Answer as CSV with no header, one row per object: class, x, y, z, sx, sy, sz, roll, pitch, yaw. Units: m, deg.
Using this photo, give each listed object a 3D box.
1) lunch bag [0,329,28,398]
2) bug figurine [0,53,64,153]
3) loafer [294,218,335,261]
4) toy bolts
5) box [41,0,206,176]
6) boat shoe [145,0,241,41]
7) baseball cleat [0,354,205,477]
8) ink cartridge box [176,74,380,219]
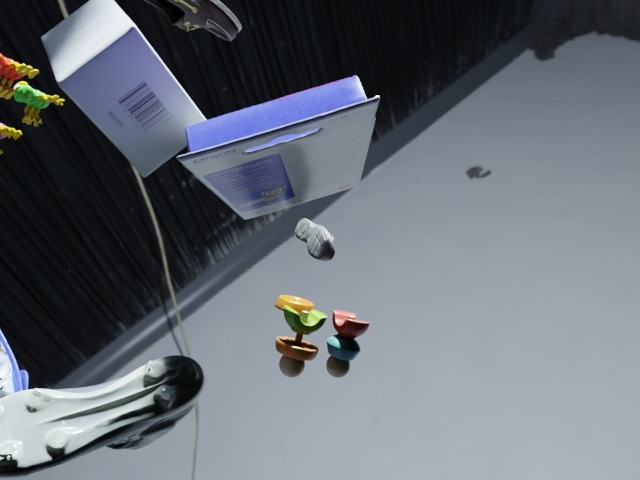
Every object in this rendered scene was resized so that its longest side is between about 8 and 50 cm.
lunch bag,-0.755,0.286,1.073,0.328,0.239,0.385,-43,62,-8
bug figurine,-0.671,-0.273,1.175,0.279,0.216,0.072,-36,77,7
loafer,0.000,0.000,0.872,0.045,0.039,0.125,-61,28,9
toy bolts,-0.016,0.243,1.413,0.228,0.158,0.218,13,4,-22
box,-0.212,-0.171,0.622,0.091,0.130,0.170,-38,42,-3
boat shoe,-0.221,-0.370,0.902,0.081,0.227,0.069,21,87,43
baseball cleat,-0.200,0.165,0.502,0.206,0.109,0.072,-9,52,-27
ink cartridge box,-0.037,-0.096,0.649,0.175,0.371,0.069,-17,87,-1
